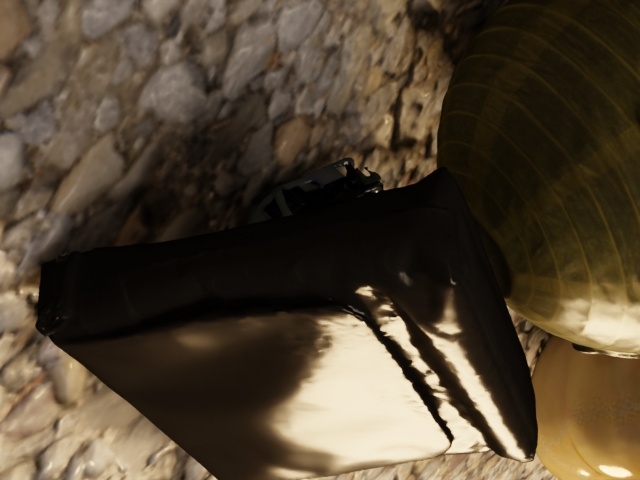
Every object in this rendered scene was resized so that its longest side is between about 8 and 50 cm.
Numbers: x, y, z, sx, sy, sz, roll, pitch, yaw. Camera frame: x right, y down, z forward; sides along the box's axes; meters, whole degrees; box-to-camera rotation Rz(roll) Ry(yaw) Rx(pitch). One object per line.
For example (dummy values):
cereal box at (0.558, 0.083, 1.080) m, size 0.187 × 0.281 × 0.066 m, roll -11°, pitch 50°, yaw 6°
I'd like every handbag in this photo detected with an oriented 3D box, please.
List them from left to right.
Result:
handbag at (-0.004, 0.060, 0.566) m, size 0.247 × 0.223 × 0.080 m, roll 58°, pitch 29°, yaw -52°

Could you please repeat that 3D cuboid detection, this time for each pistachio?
pistachio at (0.324, 0.134, 0.974) m, size 0.321 × 0.229 × 0.238 m, roll -19°, pitch 99°, yaw -51°

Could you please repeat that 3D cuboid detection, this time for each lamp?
lamp at (0.169, -0.041, 0.621) m, size 0.284 × 0.250 × 0.250 m, roll -28°, pitch 139°, yaw -13°

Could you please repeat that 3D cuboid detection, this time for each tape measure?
tape measure at (-0.002, 0.001, 0.612) m, size 0.094 × 0.054 × 0.091 m, roll -34°, pitch 145°, yaw -14°
